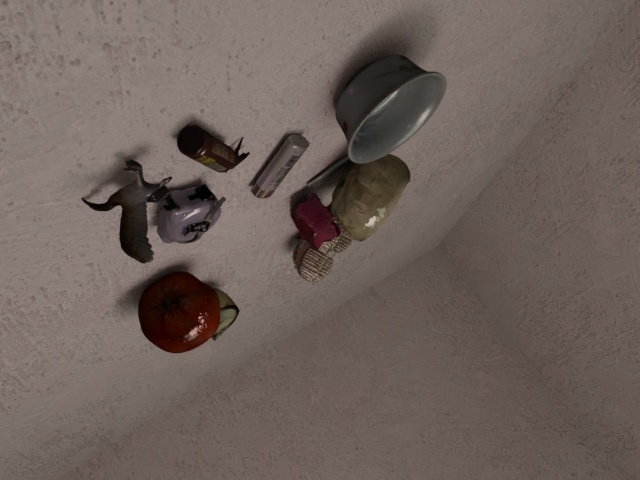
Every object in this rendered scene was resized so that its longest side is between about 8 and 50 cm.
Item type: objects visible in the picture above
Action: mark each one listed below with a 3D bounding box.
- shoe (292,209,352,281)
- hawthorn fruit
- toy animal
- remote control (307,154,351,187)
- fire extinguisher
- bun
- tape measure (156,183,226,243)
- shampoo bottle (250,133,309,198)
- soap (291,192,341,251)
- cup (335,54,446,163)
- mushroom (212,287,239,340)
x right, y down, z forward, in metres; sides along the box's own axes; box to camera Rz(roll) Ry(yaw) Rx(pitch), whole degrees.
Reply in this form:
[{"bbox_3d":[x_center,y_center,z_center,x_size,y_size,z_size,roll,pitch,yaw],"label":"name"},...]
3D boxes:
[{"bbox_3d":[-0.002,-0.002,2.317,0.351,0.171,0.198,-53,-158,-8],"label":"shoe"},{"bbox_3d":[-0.480,0.255,1.867,0.275,0.275,0.300,-26,158,-31],"label":"hawthorn fruit"},{"bbox_3d":[-0.441,-0.107,1.274,0.273,0.197,0.160,-94,-155,-59],"label":"toy animal"},{"bbox_3d":[0.031,-0.245,1.947,0.184,0.027,0.050,-33,166,5],"label":"remote control"},{"bbox_3d":[-0.248,-0.224,1.378,0.106,0.075,0.252,-40,162,10],"label":"fire extinguisher"},{"bbox_3d":[0.161,-0.173,1.964,0.360,0.210,0.360,-56,-176,6],"label":"bun"},{"bbox_3d":[-0.358,-0.069,1.524,0.178,0.105,0.196,-27,159,-30],"label":"tape measure"},{"bbox_3d":[-0.123,-0.220,1.658,0.086,0.056,0.227,-17,154,-51],"label":"shampoo bottle"},{"bbox_3d":[-0.020,-0.059,2.065,0.112,0.182,0.289,-35,178,-9],"label":"soap"},{"bbox_3d":[0.178,-0.400,1.589,0.347,0.163,0.347,-32,163,-11],"label":"cup"},{"bbox_3d":[-0.433,0.268,2.163,0.189,0.164,0.267,-40,160,-1],"label":"mushroom"}]
